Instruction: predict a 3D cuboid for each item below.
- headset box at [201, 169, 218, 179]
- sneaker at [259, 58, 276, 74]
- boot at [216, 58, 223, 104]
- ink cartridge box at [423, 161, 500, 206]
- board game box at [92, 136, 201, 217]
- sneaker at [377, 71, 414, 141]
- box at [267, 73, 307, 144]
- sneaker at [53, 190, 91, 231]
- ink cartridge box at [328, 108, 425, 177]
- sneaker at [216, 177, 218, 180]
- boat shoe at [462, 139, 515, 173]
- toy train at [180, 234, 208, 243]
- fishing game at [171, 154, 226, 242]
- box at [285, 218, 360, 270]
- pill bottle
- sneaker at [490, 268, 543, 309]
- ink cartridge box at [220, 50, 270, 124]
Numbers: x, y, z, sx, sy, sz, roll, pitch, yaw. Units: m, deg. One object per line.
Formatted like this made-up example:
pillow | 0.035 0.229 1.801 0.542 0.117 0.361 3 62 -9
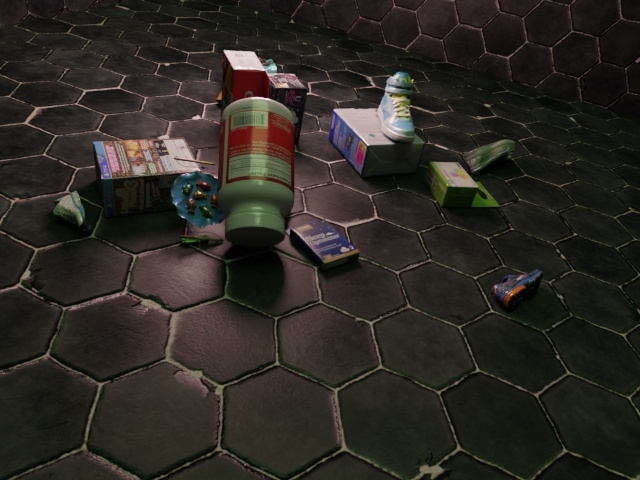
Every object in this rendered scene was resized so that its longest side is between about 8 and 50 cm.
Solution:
headset box | -0.378 -0.199 1.755 0.083 0.062 0.032 13 35 1
sneaker | -0.310 -0.832 2.585 0.178 0.124 0.295 9 34 13
boot | -0.414 -0.716 2.361 0.295 0.104 0.211 30 80 39
ink cartridge box | 0.557 -0.217 2.007 0.255 0.097 0.189 -1 38 -16
board game box | -0.553 -0.209 1.654 0.291 0.141 0.232 -8 40 -25
sneaker | 0.309 -0.530 2.016 0.127 0.208 0.319 3 37 -15
box | -0.158 -0.534 2.109 0.142 0.247 0.163 -5 39 -24
sneaker | -0.723 -0.074 1.501 0.083 0.071 0.191 -20 38 -27
ink cartridge box | 0.211 -0.429 2.151 0.270 0.151 0.395 -7 41 -24
sneaker | -0.223 -0.149 1.725 0.267 0.101 0.106 19 21 2
boat shoe | 0.748 -0.369 2.269 0.320 0.103 0.118 -19 1 -39
toy train | -0.371 -0.001 1.531 0.083 0.017 0.023 -7 50 -23
fishing game | -0.351 -0.125 1.550 0.189 0.041 0.264 8 68 -37
box | 0.000 0.000 1.616 0.136 0.036 0.225 -17 44 -33
pill bottle | -0.191 -0.197 1.551 0.229 0.229 0.407 3 70 -11
sneaker | 0.599 0.130 1.569 0.221 0.083 0.087 -18 37 -38
ink cartridge box | -0.302 -0.544 2.031 0.130 0.309 0.272 -5 39 -21
